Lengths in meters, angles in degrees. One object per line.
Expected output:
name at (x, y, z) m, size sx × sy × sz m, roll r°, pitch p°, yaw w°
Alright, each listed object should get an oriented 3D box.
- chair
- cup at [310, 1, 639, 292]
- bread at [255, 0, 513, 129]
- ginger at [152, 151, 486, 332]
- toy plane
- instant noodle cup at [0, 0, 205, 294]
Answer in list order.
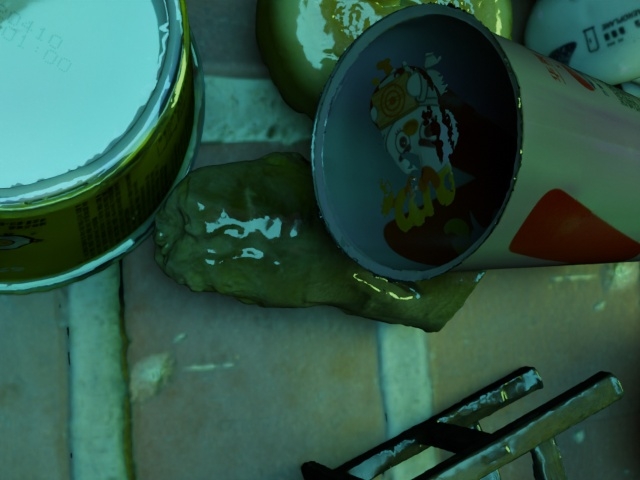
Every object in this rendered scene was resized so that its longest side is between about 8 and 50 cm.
chair at (0.042, 0.277, 1.127) m, size 0.416 × 0.203 × 0.240 m, roll -19°, pitch 93°, yaw -14°
cup at (0.160, -0.056, 1.138) m, size 0.288 × 0.203 × 0.203 m, roll 5°, pitch 83°, yaw -45°
bread at (0.052, -0.174, 1.213) m, size 0.213 × 0.105 × 0.213 m, roll 1°, pitch 86°, yaw -15°
ginger at (0.000, 0.000, 1.176) m, size 0.263 × 0.109 × 0.116 m, roll 13°, pitch 48°, yaw -19°
toy plane at (0.278, -0.188, 1.204) m, size 0.252 × 0.252 × 0.118 m, roll 22°, pitch 53°, yaw -8°
instant noodle cup at (-0.229, -0.126, 1.080) m, size 0.326 × 0.254 × 0.325 m, roll 1°, pitch 86°, yaw -11°
